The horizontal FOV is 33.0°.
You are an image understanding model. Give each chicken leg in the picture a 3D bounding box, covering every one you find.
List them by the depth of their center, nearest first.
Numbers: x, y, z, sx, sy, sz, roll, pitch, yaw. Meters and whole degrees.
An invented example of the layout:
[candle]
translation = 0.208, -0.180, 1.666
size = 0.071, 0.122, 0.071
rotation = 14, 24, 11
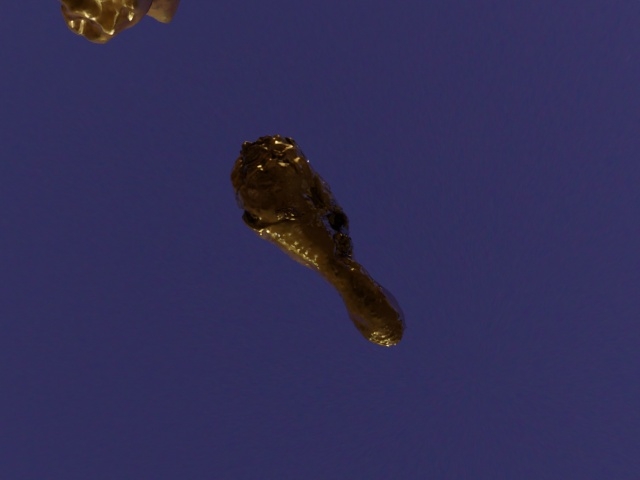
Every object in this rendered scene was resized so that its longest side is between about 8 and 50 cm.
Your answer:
[chicken leg]
translation = -0.003, 0.002, 0.825
size = 0.069, 0.085, 0.198
rotation = -37, -102, 2

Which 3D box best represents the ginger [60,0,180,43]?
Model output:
[ginger]
translation = -0.041, -0.233, 0.362
size = 0.080, 0.166, 0.333
rotation = 25, -85, 35
